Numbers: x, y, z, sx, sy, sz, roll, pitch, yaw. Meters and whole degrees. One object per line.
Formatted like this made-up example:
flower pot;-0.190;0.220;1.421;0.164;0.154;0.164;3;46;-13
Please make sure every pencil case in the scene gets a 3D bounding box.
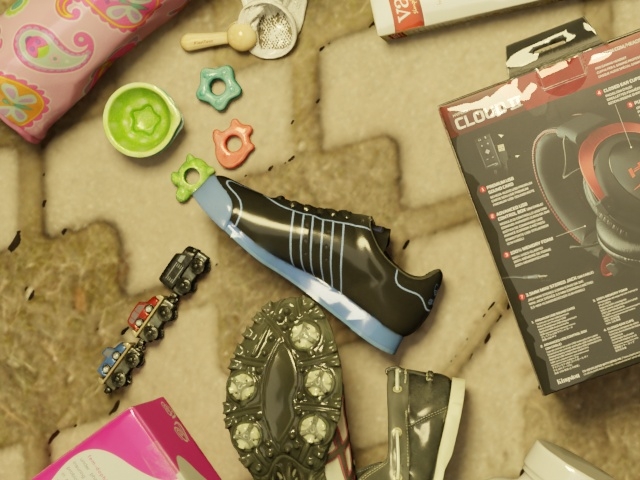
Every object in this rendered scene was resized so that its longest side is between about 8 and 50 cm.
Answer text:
pencil case;-0.197;-0.214;1.590;0.284;0.124;0.124;-39;85;9

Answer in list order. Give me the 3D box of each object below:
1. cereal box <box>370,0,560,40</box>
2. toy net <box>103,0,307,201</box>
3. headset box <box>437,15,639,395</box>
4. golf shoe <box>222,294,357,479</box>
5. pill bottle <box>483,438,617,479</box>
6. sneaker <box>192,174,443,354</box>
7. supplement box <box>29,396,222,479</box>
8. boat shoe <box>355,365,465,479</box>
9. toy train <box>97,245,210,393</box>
cereal box;0.150;-0.285;1.566;0.240;0.047;0.173;-13;89;9
toy net;-0.083;-0.149;1.608;0.122;0.045;0.232;44;97;6
headset box;0.242;-0.043;1.523;0.218;0.110;0.293;-21;88;9
golf shoe;-0.019;0.184;1.570;0.105;0.120;0.273;-3;89;15
pill bottle;0.159;0.305;1.525;0.146;0.146;0.264;30;96;8
sneaker;0.000;0.000;1.584;0.232;0.081;0.090;37;94;0
supplement box;-0.209;0.249;1.602;0.220;0.114;0.111;-36;84;9
boat shoe;0.065;0.224;1.557;0.079;0.084;0.233;15;77;-1
toy train;-0.157;0.072;1.633;0.036;0.027;0.158;36;96;11
